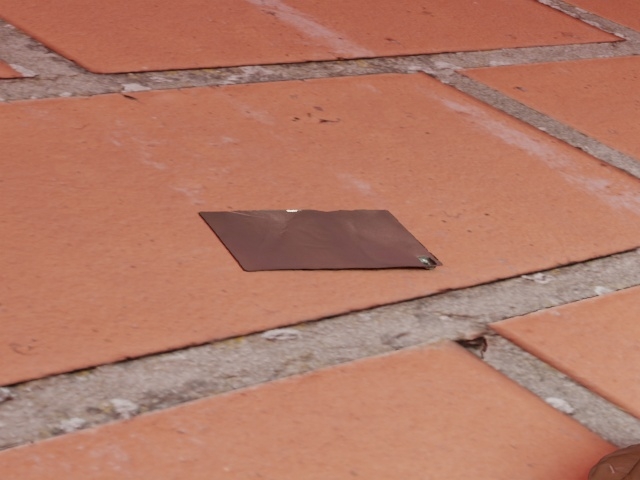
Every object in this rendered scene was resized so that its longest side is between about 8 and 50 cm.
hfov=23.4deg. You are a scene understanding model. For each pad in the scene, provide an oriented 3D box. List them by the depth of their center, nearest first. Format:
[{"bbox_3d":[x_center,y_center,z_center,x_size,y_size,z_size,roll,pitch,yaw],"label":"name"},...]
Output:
[{"bbox_3d":[0.000,0.000,1.330,0.188,0.006,0.113,-1,28,-27],"label":"pad"}]

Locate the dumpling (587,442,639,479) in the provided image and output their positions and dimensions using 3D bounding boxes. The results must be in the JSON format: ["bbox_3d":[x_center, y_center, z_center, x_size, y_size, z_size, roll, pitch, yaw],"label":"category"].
[{"bbox_3d":[0.295,0.134,1.021,0.243,0.175,0.227,20,-10,-20],"label":"dumpling"}]
